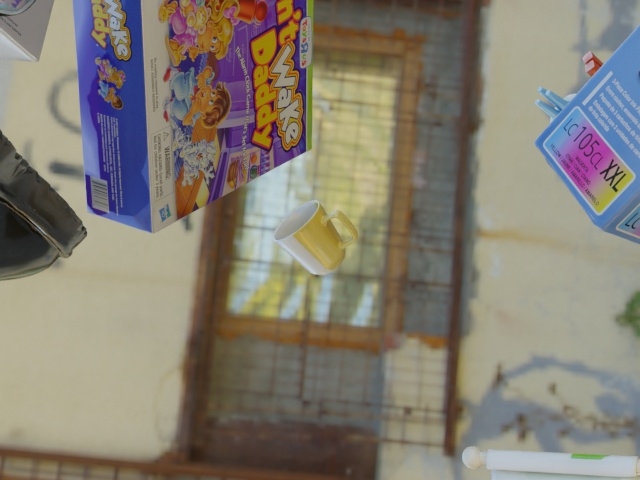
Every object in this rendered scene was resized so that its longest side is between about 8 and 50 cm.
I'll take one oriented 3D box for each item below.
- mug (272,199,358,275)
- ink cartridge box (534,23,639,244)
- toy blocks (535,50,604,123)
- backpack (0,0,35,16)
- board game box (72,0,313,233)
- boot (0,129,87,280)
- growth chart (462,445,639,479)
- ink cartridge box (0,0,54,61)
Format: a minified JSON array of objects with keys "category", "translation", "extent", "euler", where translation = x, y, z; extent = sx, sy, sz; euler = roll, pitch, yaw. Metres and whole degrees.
[{"category":"mug","translation":[-0.003,0.002,1.416],"extent":[0.062,0.064,0.078],"euler":[-45,19,-17]},{"category":"ink cartridge box","translation":[0.454,-0.168,1.419],"extent":[0.395,0.270,0.151],"euler":[-51,50,22]},{"category":"toy blocks","translation":[0.322,-0.168,1.625],"extent":[0.054,0.148,0.123],"euler":[-3,62,55]},{"category":"backpack","translation":[-0.341,-0.328,1.190],"extent":[0.225,0.253,0.191],"euler":[-68,19,6]},{"category":"board game box","translation":[-0.102,-0.210,1.163],"extent":[0.233,0.078,0.347],"euler":[-33,-48,-47]},{"category":"boot","translation":[-0.388,0.089,0.985],"extent":[0.445,0.146,0.367],"euler":[-50,-13,-8]},{"category":"growth chart","translation":[0.167,0.248,0.976],"extent":[0.021,0.172,0.237],"euler":[-42,-49,-56]},{"category":"ink cartridge box","translation":[-0.396,-0.342,1.523],"extent":[0.168,0.171,0.233],"euler":[44,-125,-67]}]
